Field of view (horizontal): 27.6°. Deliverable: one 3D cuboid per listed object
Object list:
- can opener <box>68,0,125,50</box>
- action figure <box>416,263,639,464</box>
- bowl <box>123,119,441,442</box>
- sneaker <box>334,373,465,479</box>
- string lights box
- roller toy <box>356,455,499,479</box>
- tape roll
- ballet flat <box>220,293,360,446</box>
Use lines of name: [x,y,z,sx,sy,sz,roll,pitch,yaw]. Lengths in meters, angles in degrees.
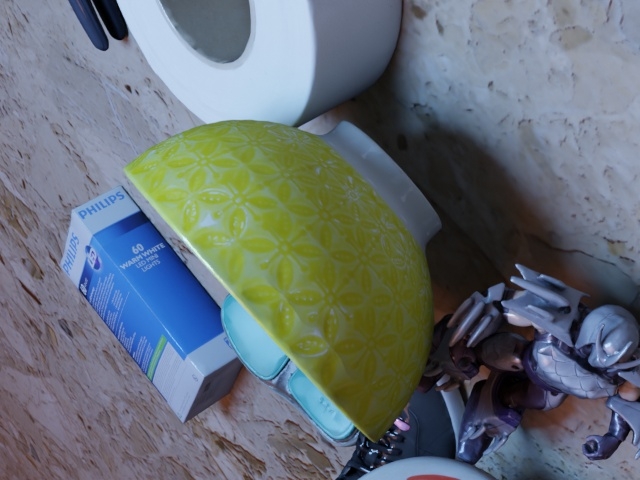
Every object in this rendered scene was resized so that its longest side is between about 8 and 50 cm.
can opener: [-0.250,-0.282,1.333,0.073,0.059,0.186,15,128,49]
action figure: [0.170,0.103,1.013,0.185,0.099,0.285,41,158,-6]
bowl: [0.000,0.000,1.015,0.289,0.156,0.289,47,177,4]
sneaker: [0.054,0.221,1.246,0.104,0.147,0.295,34,140,37]
string lights box: [-0.203,0.077,1.557,0.259,0.077,0.133,50,148,15]
roller toy: [0.090,0.288,1.116,0.209,0.191,0.146,28,155,20]
tape roll: [-0.065,-0.229,1.076,0.286,0.100,0.286,36,142,35]
ballet flat: [-0.023,0.134,1.360,0.213,0.068,0.072,45,103,21]
